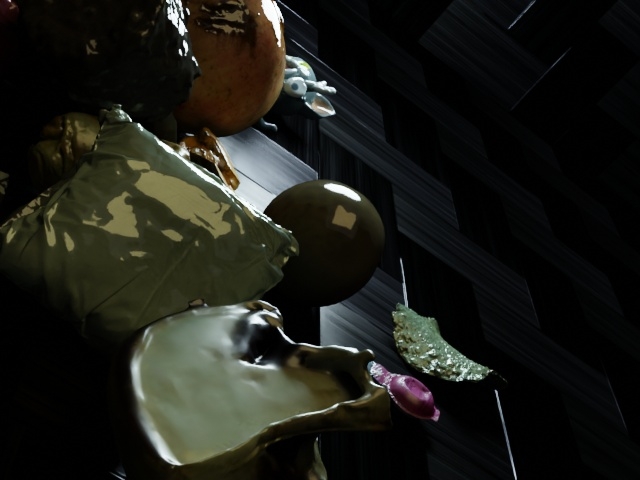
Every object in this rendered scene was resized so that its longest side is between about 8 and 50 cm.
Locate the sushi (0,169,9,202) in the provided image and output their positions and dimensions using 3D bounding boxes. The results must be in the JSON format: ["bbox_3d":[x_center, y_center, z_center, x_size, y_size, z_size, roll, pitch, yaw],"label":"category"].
[{"bbox_3d":[-0.469,-0.081,1.185,0.264,0.050,0.290,33,26,-21],"label":"sushi"}]

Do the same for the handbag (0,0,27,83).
[{"bbox_3d":[-0.497,-0.302,1.397,0.225,0.146,0.135,30,32,-29],"label":"handbag"}]

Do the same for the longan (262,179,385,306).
[{"bbox_3d":[0.000,0.000,1.613,0.198,0.198,0.212,33,27,-20],"label":"longan"}]

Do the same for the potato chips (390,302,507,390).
[{"bbox_3d":[0.217,0.192,1.786,0.228,0.059,0.167,20,23,-42],"label":"potato chips"}]

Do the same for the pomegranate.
[{"bbox_3d":[-0.195,-0.320,1.716,0.322,0.322,0.322,34,25,-19],"label":"pomegranate"}]

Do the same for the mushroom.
[{"bbox_3d":[-0.095,0.189,1.142,0.292,0.212,0.217,-22,42,-29],"label":"mushroom"}]

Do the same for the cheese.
[{"bbox_3d":[0.120,0.224,1.602,0.145,0.038,0.095,37,22,1],"label":"cheese"}]

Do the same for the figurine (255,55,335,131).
[{"bbox_3d":[-0.072,-0.285,2.043,0.193,0.140,0.265,21,35,8],"label":"figurine"}]

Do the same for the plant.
[{"bbox_3d":[-0.273,-0.254,1.461,0.312,0.213,0.215,66,6,-65],"label":"plant"}]

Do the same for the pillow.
[{"bbox_3d":[-0.208,0.017,1.251,0.310,0.138,0.283,39,58,-11],"label":"pillow"}]

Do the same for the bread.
[{"bbox_3d":[-0.271,-0.089,1.405,0.232,0.128,0.088,16,7,-45],"label":"bread"}]

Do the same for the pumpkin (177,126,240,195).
[{"bbox_3d":[-0.182,-0.087,1.569,0.119,0.108,0.183,54,9,-19],"label":"pumpkin"}]
